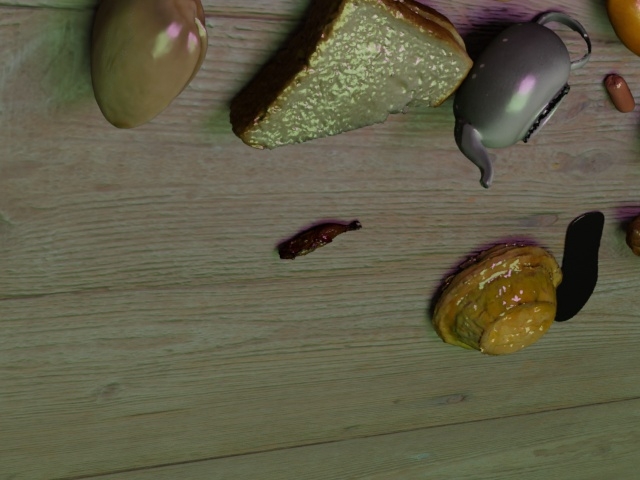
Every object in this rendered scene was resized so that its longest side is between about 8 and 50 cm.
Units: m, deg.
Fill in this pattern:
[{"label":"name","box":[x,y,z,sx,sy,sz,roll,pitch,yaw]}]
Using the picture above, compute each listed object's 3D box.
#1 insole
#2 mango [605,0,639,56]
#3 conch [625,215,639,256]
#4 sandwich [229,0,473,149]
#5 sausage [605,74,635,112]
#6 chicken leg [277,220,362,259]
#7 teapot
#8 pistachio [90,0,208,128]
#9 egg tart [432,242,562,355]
[{"label":"insole","box":[0.507,0.058,2.006,0.109,0.007,0.322,-18,138,-12]},{"label":"mango","box":[0.524,-0.340,1.512,0.252,0.126,0.153,8,117,-32]},{"label":"conch","box":[0.679,0.000,1.969,0.330,0.109,0.093,7,123,-46]},{"label":"sandwich","box":[0.047,-0.220,1.410,0.254,0.099,0.288,21,120,-40]},{"label":"sausage","box":[0.492,-0.241,1.666,0.034,0.034,0.083,-35,139,10]},{"label":"chicken leg","box":[-0.001,-0.001,1.663,0.145,0.037,0.062,-25,161,0]},{"label":"teapot","box":[0.285,-0.218,1.471,0.294,0.129,0.193,-47,169,-13]},{"label":"pistachio","box":[-0.213,-0.238,1.239,0.144,0.144,0.215,6,136,-32]},{"label":"egg tart","box":[0.348,0.130,1.924,0.288,0.118,0.288,-17,142,-14]}]
